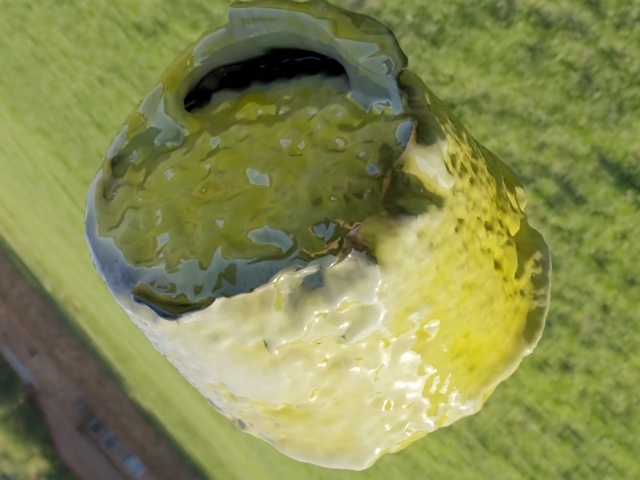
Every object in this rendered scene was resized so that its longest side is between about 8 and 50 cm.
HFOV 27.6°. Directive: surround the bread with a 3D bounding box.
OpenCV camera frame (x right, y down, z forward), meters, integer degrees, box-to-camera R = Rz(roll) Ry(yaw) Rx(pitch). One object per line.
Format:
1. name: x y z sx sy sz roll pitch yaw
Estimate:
1. bread: 0.000 -0.002 0.608 0.197 0.197 0.170 40 174 31
